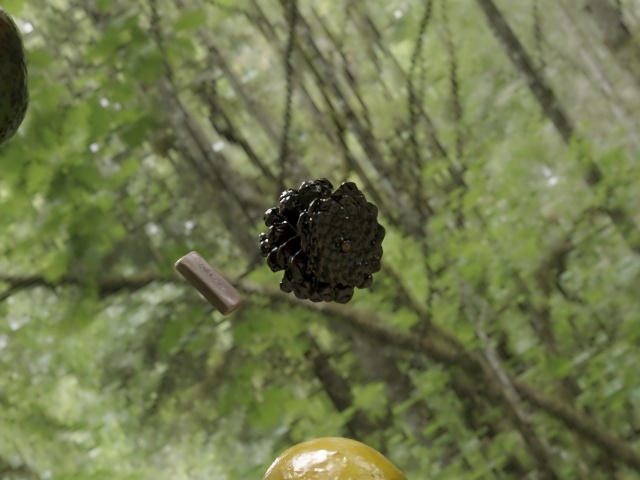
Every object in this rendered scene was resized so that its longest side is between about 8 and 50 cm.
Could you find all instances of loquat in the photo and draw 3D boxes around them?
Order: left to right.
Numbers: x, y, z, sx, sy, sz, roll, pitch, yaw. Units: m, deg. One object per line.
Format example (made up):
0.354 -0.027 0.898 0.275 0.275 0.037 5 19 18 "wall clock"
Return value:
0.015 0.455 2.535 0.275 0.275 0.275 -31 -11 -7 "loquat"

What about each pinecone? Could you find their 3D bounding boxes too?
-0.001 0.000 1.647 0.140 0.140 0.120 -22 15 -41 "pinecone"

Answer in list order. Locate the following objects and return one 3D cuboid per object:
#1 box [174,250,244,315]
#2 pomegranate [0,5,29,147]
-0.169 0.065 2.361 0.025 0.115 0.048 -53 -13 31 "box"
-0.546 -0.239 2.175 0.285 0.285 0.341 -31 19 -4 "pomegranate"
